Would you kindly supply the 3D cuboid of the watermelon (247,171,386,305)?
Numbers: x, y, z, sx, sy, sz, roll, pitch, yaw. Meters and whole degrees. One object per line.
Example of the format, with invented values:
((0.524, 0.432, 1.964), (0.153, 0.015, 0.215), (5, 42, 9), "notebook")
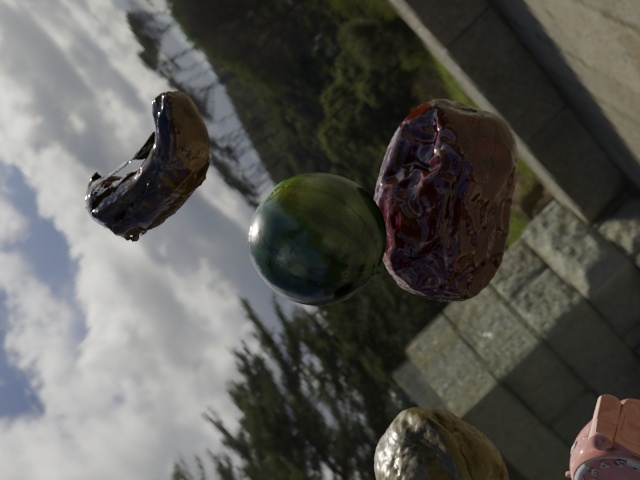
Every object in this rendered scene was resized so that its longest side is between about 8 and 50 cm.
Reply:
((-0.004, -0.002, 1.788), (0.242, 0.242, 0.242), (45, -174, -6), "watermelon")

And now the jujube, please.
((0.240, -0.075, 1.969), (0.276, 0.377, 0.276), (14, -168, -3), "jujube")

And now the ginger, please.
((-0.245, -0.091, 1.459), (0.107, 0.309, 0.133), (-6, -109, -44), "ginger")

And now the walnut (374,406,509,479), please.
((0.218, 0.436, 1.916), (0.283, 0.227, 0.283), (47, 145, 49), "walnut")

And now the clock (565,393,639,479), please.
((0.584, 0.418, 1.910), (0.227, 0.241, 0.142), (20, -135, 10), "clock")
